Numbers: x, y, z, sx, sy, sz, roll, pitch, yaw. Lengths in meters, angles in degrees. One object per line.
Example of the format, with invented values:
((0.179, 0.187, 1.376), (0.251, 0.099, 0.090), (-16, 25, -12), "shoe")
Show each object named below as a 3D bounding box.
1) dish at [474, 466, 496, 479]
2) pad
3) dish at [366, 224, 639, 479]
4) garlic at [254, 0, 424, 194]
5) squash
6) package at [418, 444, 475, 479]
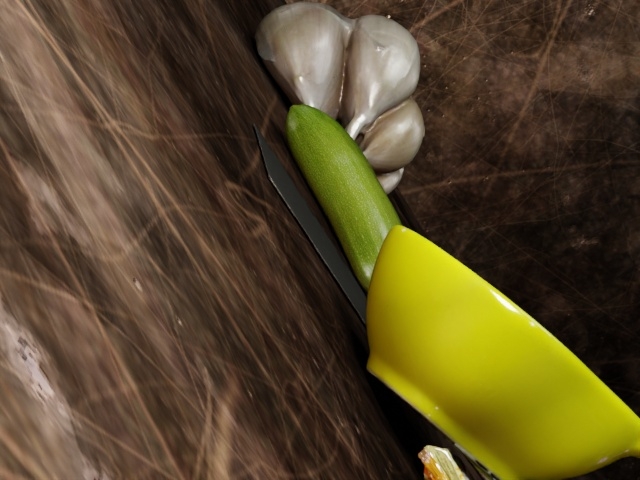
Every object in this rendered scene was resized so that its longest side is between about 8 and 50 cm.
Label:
((0.153, 0.157, 1.798), (0.234, 0.064, 0.154), (51, 11, -52), "dish")
((0.000, 0.000, 1.565), (0.211, 0.003, 0.143), (57, 6, -24), "pad")
((0.125, 0.109, 1.357), (0.262, 0.108, 0.221), (42, -3, -24), "dish")
((0.021, -0.167, 2.116), (0.292, 0.210, 0.237), (-104, -163, -86), "garlic")
((0.034, -0.034, 1.733), (0.258, 0.069, 0.069), (63, 6, 28), "squash")
((0.114, 0.207, 1.347), (0.108, 0.031, 0.121), (60, 4, 14), "package")
